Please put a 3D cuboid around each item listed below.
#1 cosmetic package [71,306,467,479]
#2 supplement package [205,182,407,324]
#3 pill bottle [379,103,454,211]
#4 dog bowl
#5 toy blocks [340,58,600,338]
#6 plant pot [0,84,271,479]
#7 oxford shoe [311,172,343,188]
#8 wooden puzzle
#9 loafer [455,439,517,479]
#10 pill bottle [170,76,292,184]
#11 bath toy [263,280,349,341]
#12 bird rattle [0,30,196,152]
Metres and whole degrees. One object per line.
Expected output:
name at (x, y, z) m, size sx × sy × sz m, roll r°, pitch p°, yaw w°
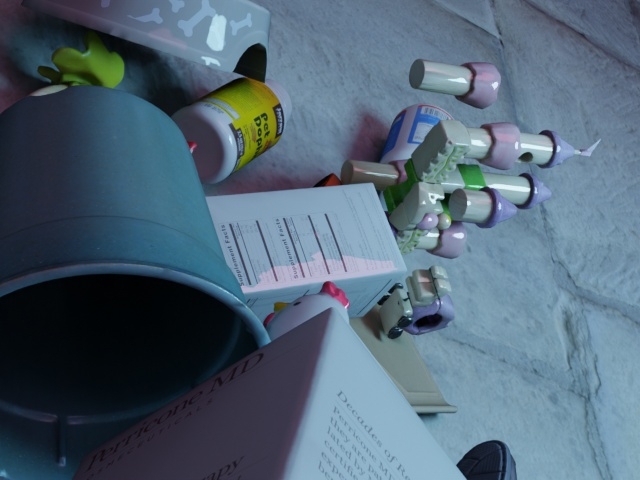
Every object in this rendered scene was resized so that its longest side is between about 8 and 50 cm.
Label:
cosmetic package at (-0.047, 0.333, 0.915) m, size 0.327 × 0.329 × 0.394 m, roll 53°, pitch 19°, yaw -13°
supplement package at (-0.042, 0.025, 1.373) m, size 0.244 × 0.139 × 0.134 m, roll -6°, pitch 63°, yaw -31°
pill bottle at (0.161, -0.126, 1.854) m, size 0.124 × 0.124 × 0.221 m, roll 36°, pitch 38°, yaw -12°
dog bowl at (-0.226, -0.316, 1.516) m, size 0.348 × 0.102 × 0.349 m, roll 18°, pitch 8°, yaw -3°
toy blocks at (0.222, -0.053, 1.568) m, size 0.260 × 0.288 × 0.309 m, roll 5°, pitch 52°, yaw -28°
plant pot at (-0.243, 0.033, 1.160) m, size 0.341 × 0.341 × 0.334 m, roll 20°, pitch 34°, yaw -31°
oxford shoe at (0.000, 0.000, 1.601) m, size 0.098 × 0.097 × 0.271 m, roll 47°, pitch 36°, yaw -11°
wooden puzzle at (0.080, 0.149, 1.539) m, size 0.239 × 0.044 × 0.221 m, roll 57°, pitch 19°, yaw 23°
loafer at (0.201, 0.397, 1.423) m, size 0.095 × 0.109 × 0.302 m, roll 53°, pitch 38°, yaw -23°
pill bottle at (-0.127, -0.169, 1.617) m, size 0.117 × 0.117 × 0.215 m, roll 46°, pitch 36°, yaw 1°
bath toy at (-0.010, 0.135, 1.272) m, size 0.151 × 0.348 × 0.129 m, roll 16°, pitch 76°, yaw 7°
bird rattle at (-0.302, -0.128, 1.443) m, size 0.207 × 0.143 × 0.253 m, roll -33°, pitch 93°, yaw -42°
